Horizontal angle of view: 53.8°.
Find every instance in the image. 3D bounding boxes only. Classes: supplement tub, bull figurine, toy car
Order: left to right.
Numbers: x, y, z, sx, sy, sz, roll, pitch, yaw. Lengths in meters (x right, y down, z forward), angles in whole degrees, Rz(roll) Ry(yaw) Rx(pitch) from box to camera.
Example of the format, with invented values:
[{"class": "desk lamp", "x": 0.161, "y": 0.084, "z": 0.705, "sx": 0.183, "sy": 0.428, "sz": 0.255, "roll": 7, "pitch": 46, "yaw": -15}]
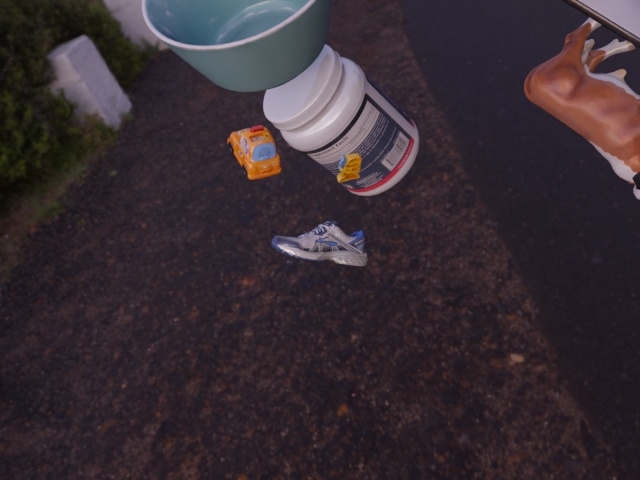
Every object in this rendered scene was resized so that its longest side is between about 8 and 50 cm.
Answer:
[{"class": "toy car", "x": -0.022, "y": -0.088, "z": 0.585, "sx": 0.122, "sy": 0.040, "sz": 0.060, "roll": -2, "pitch": 53, "yaw": -15}, {"class": "supplement tub", "x": 0.044, "y": -0.223, "z": 1.201, "sx": 0.191, "sy": 0.272, "sz": 0.191, "roll": -24, "pitch": 49, "yaw": 32}, {"class": "bull figurine", "x": 0.477, "y": -0.208, "z": 0.994, "sx": 0.188, "sy": 0.310, "sz": 0.101, "roll": -51, "pitch": -17, "yaw": 13}]

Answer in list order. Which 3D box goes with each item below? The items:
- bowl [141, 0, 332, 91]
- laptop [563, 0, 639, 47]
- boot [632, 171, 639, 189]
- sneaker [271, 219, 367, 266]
[{"class": "bowl", "x": -0.108, "y": -0.363, "z": 1.021, "sx": 0.312, "sy": 0.163, "sz": 0.311, "roll": -7, "pitch": 58, "yaw": 12}, {"class": "laptop", "x": 0.380, "y": -0.532, "z": 0.790, "sx": 0.382, "sy": 0.236, "sz": 0.407, "roll": 35, "pitch": 66, "yaw": 6}, {"class": "boot", "x": 0.459, "y": -0.005, "z": 0.722, "sx": 0.094, "sy": 0.207, "sz": 0.246, "roll": -18, "pitch": -5, "yaw": 7}, {"class": "sneaker", "x": 0.000, "y": 0.000, "z": 0.845, "sx": 0.135, "sy": 0.058, "sz": 0.052, "roll": 8, "pitch": -2, "yaw": -22}]
